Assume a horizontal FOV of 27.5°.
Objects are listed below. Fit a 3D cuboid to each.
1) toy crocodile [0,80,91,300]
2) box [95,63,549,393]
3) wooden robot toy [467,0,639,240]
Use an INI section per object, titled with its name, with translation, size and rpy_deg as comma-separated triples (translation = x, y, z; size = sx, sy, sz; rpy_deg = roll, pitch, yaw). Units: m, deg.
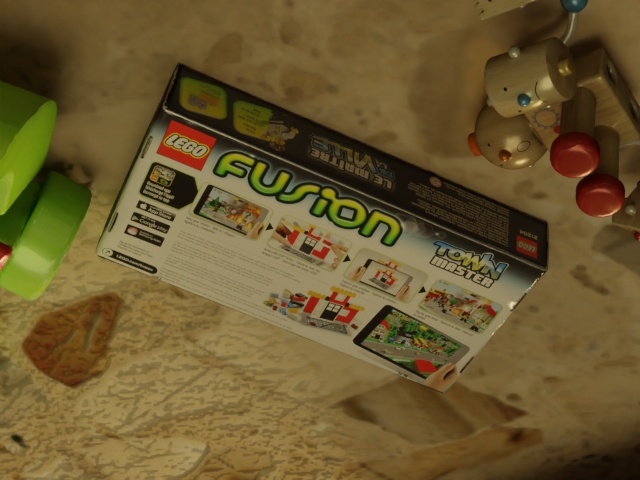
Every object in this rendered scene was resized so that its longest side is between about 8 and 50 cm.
[toy crocodile]
translation = -0.221, 0.029, 0.694
size = 0.115, 0.105, 0.340
rpy_deg = 30, 131, -17
[box]
translation = 0.000, 0.000, 0.673
size = 0.207, 0.036, 0.114
rpy_deg = 23, 132, -11
[wooden robot toy]
translation = 0.095, -0.053, 0.588
size = 0.079, 0.076, 0.173
rpy_deg = -14, 129, 36
